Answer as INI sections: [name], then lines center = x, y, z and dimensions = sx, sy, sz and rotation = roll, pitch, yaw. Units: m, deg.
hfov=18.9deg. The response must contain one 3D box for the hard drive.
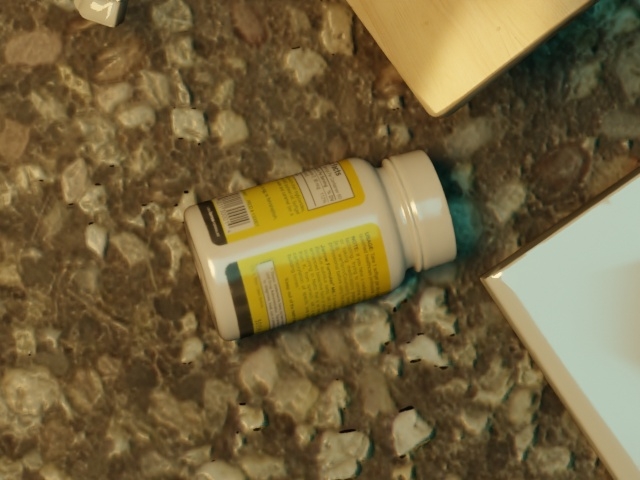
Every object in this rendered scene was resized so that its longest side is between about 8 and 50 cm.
[hard drive]
center = 0.331, 0.113, 1.675
dimensions = 0.233, 0.047, 0.353
rotation = -34, 96, -5

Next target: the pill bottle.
[pill bottle]
center = 0.000, 0.000, 1.596
dimensions = 0.209, 0.119, 0.119
rotation = -16, 93, -6

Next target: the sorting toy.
[sorting toy]
center = 0.124, -0.266, 1.480
dimensions = 0.255, 0.089, 0.257
rotation = -37, 77, 11

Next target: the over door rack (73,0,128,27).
[over door rack]
center = -0.267, -0.322, 1.528
dimensions = 0.324, 0.108, 0.239
rotation = 17, 103, 12
